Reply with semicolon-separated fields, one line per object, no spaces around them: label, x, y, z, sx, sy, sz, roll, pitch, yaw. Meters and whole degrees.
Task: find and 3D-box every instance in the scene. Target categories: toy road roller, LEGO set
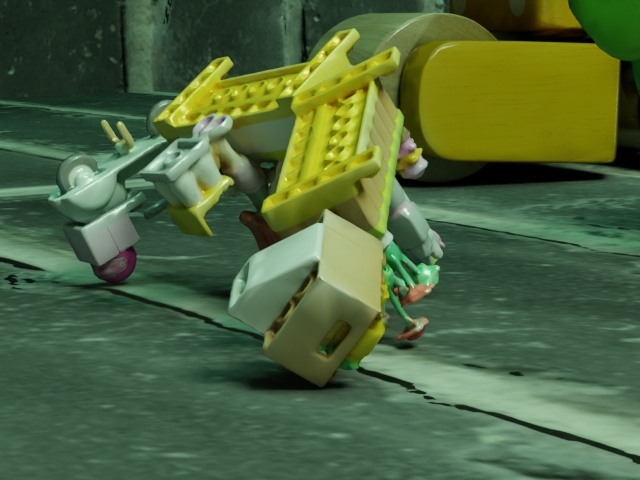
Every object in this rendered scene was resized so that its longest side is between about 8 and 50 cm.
toy road roller;0.158;-0.171;1.305;0.329;0.240;0.202;-4;8;-20
LEGO set;0.000;0.000;0.716;0.132;0.107;0.287;-39;24;-13

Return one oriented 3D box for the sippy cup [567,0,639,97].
sippy cup;0.281;-0.084;0.792;0.305;0.240;0.224;-26;21;-3
